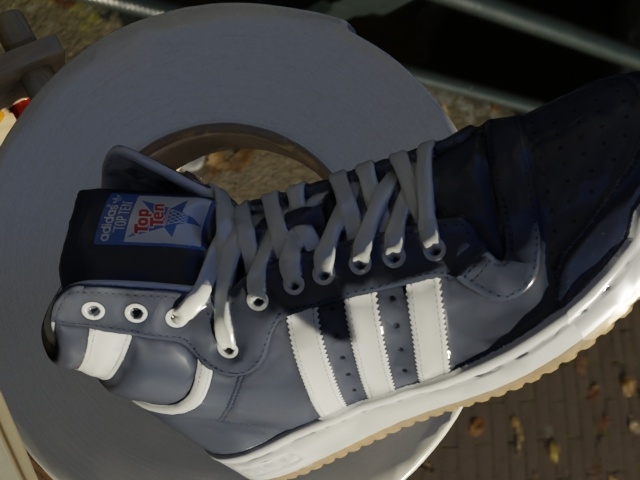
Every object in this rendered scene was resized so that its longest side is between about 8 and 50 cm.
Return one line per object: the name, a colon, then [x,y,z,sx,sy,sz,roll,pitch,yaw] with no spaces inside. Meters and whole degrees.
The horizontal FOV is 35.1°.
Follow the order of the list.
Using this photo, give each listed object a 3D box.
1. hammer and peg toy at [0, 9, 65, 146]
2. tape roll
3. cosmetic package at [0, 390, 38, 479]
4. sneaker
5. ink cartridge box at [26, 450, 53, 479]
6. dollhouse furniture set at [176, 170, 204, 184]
hammer and peg toy: [-0.365,-0.163,1.168,0.361,0.266,0.127,-27,86,-16]
tape roll: [-0.064,0.022,0.739,0.072,0.392,0.391,21,59,-79]
cosmetic package: [-0.194,0.086,0.330,0.309,0.160,0.113,66,15,5]
sneaker: [0.000,0.000,0.399,0.153,0.282,0.099,35,39,-25]
ink cartridge box: [-0.154,0.269,0.933,0.088,0.193,0.234,-56,145,-11]
dollhouse furniture set: [-0.153,-0.112,0.985,0.081,0.091,0.114,-48,136,10]
